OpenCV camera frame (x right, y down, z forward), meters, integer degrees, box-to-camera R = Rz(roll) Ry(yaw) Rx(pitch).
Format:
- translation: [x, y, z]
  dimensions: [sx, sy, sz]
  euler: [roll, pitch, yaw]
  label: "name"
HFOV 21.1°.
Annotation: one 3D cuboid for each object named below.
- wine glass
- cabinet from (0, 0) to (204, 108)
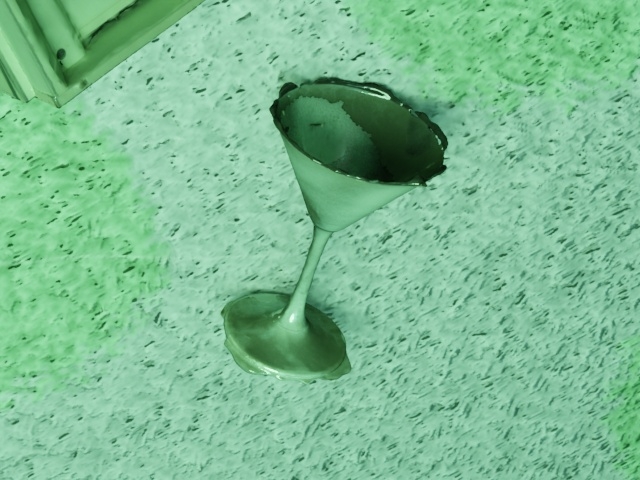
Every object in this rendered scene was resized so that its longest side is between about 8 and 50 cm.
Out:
- translation: [0.000, 0.000, 1.112]
  dimensions: [0.122, 0.122, 0.183]
  euler: [10, 123, -16]
  label: "wine glass"
- translation: [-0.164, -0.181, 0.875]
  dimensions: [0.150, 0.206, 0.145]
  euler: [-39, 127, -20]
  label: "cabinet"
